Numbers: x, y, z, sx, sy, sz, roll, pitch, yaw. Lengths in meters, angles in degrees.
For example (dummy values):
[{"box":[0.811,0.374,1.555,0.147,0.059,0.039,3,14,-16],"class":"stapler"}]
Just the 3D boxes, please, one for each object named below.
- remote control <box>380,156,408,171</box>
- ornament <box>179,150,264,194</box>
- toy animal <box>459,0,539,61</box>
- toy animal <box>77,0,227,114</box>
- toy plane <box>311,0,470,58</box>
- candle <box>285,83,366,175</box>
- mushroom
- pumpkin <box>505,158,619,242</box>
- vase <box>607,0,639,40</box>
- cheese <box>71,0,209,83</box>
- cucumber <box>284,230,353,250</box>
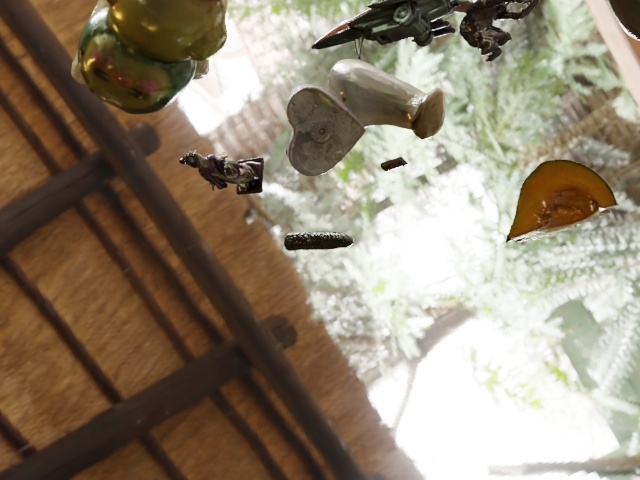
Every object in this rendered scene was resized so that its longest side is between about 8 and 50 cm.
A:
[{"box":[0.186,-0.191,2.288,0.034,0.016,0.091,45,154,-17],"class":"remote control"},{"box":[-0.207,-0.150,1.915,0.203,0.081,0.088,14,-105,-54],"class":"ornament"},{"box":[0.309,-0.444,1.615,0.084,0.148,0.233,23,-124,-54],"class":"toy animal"},{"box":[-0.253,-0.351,1.421,0.216,0.338,0.191,30,-142,-12],"class":"toy animal"},{"box":[0.124,-0.405,1.683,0.223,0.326,0.104,28,-134,-55],"class":"toy plane"},{"box":[0.009,-0.229,1.877,0.068,0.168,0.192,-98,4,-72],"class":"candle"},{"box":[0.141,-0.296,1.963,0.328,0.122,0.159,25,149,40],"class":"mushroom"},{"box":[0.516,-0.096,1.959,0.130,0.254,0.149,-7,-103,-57],"class":"pumpkin"},{"box":[0.679,-0.576,1.974,0.321,0.173,0.173,20,-141,-46],"class":"vase"},{"box":[-0.318,-0.391,1.685,0.247,0.251,0.173,11,-172,-19],"class":"cheese"},{"box":[0.000,0.000,1.470,0.032,0.133,0.032,4,-96,-52],"class":"cucumber"}]
